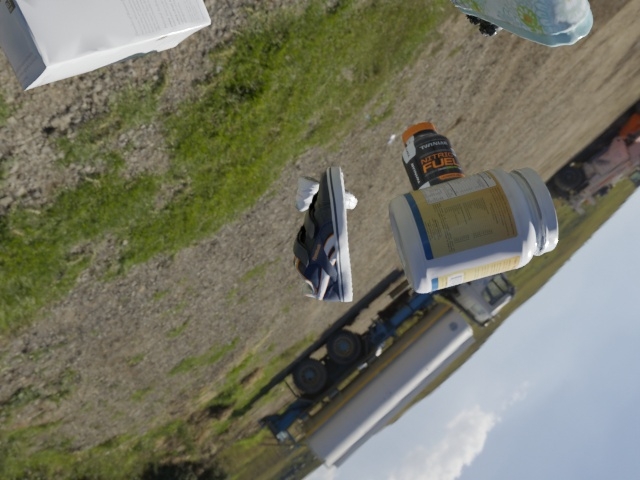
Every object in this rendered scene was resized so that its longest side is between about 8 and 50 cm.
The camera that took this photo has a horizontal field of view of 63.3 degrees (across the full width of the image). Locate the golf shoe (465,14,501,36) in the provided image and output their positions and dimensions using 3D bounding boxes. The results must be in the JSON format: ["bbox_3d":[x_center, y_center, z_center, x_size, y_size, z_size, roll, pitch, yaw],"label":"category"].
[{"bbox_3d":[0.417,-0.579,1.290,0.093,0.198,0.077,-25,140,9],"label":"golf shoe"}]

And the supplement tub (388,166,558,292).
[{"bbox_3d":[0.208,-0.017,0.731,0.199,0.144,0.144,-15,167,3],"label":"supplement tub"}]

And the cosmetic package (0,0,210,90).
[{"bbox_3d":[-0.460,-0.464,1.105,0.385,0.156,0.217,-35,-158,-32],"label":"cosmetic package"}]

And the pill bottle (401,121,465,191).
[{"bbox_3d":[0.282,-0.174,1.297,0.130,0.246,0.130,-14,156,-6],"label":"pill bottle"}]

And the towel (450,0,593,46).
[{"bbox_3d":[0.257,-0.491,0.857,0.090,0.374,0.320,-45,126,10],"label":"towel"}]

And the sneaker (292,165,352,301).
[{"bbox_3d":[0.000,0.000,1.105,0.126,0.127,0.321,-86,172,-60],"label":"sneaker"}]

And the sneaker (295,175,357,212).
[{"bbox_3d":[0.008,-0.108,1.480,0.232,0.090,0.115,11,106,-44],"label":"sneaker"}]
